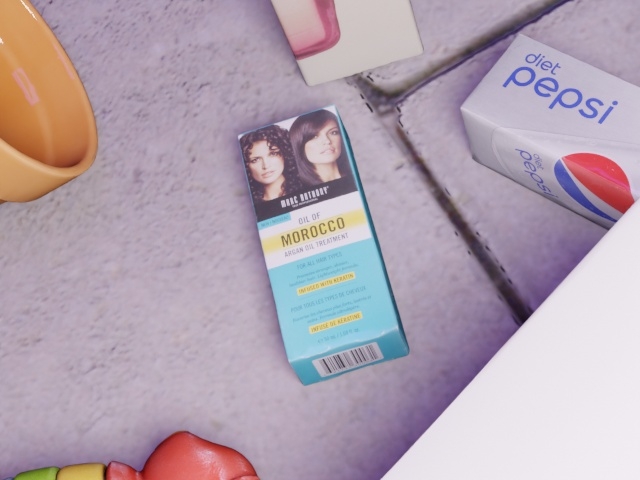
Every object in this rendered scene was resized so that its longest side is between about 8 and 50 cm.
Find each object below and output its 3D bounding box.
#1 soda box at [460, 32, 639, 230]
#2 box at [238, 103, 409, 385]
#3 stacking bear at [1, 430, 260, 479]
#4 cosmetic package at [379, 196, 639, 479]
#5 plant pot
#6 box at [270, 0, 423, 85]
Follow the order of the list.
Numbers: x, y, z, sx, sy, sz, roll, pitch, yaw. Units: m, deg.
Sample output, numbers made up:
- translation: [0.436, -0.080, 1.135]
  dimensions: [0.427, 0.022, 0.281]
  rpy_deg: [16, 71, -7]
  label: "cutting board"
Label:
- translation: [0.265, -0.066, 1.010]
  dimensions: [0.286, 0.091, 0.098]
  rpy_deg: [32, 74, 27]
  label: "soda box"
- translation: [0.000, 0.000, 1.062]
  dimensions: [0.100, 0.060, 0.244]
  rpy_deg: [-18, 59, 5]
  label: "box"
- translation: [-0.182, 0.240, 0.930]
  dimensions: [0.289, 0.175, 0.164]
  rpy_deg: [-18, 56, -4]
  label: "stacking bear"
- translation: [0.178, 0.165, 0.723]
  dimensions: [0.365, 0.155, 0.197]
  rpy_deg: [-45, 51, -3]
  label: "cosmetic package"
- translation: [-0.386, -0.136, 1.131]
  dimensions: [0.203, 0.291, 0.291]
  rpy_deg: [-31, 57, 16]
  label: "plant pot"
- translation: [0.005, -0.281, 1.115]
  dimensions: [0.127, 0.232, 0.148]
  rpy_deg: [-16, 59, 6]
  label: "box"
